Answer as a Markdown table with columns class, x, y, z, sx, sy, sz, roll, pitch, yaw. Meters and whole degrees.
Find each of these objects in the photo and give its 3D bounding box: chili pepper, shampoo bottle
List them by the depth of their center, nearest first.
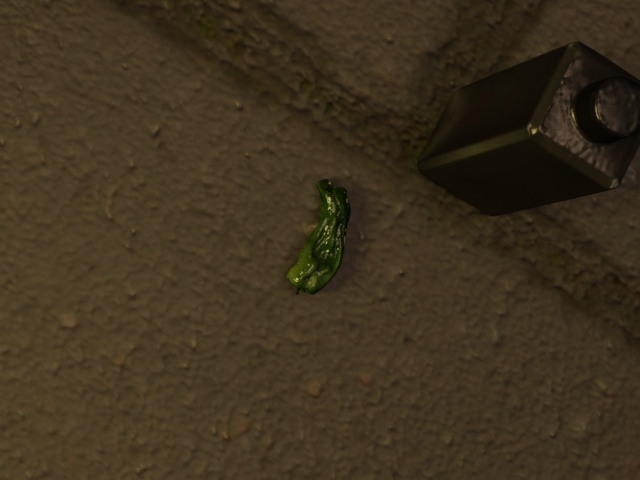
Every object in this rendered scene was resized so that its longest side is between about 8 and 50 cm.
| class | x | y | z | sx | sy | sz | roll | pitch | yaw |
| --- | --- | --- | --- | --- | --- | --- | --- | --- | --- |
| shampoo bottle | 0.154 | -0.076 | 1.381 | 0.079 | 0.246 | 0.080 | 30 | 76 | -14 |
| chili pepper | 0.002 | 0.000 | 1.439 | 0.034 | 0.030 | 0.091 | 17 | 76 | 10 |
